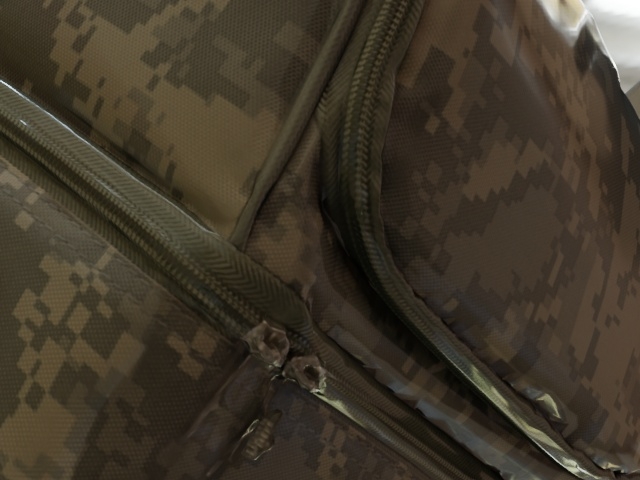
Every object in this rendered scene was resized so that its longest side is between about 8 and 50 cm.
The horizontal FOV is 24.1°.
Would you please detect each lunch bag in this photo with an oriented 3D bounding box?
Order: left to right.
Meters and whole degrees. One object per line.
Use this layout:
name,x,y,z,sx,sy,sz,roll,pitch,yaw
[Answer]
lunch bag,0.000,0.000,0.530,0.256,0.213,0.305,-54,-40,-5

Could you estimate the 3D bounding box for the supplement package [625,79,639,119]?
supplement package,0.257,0.003,0.828,0.198,0.262,0.199,-13,-112,-40
